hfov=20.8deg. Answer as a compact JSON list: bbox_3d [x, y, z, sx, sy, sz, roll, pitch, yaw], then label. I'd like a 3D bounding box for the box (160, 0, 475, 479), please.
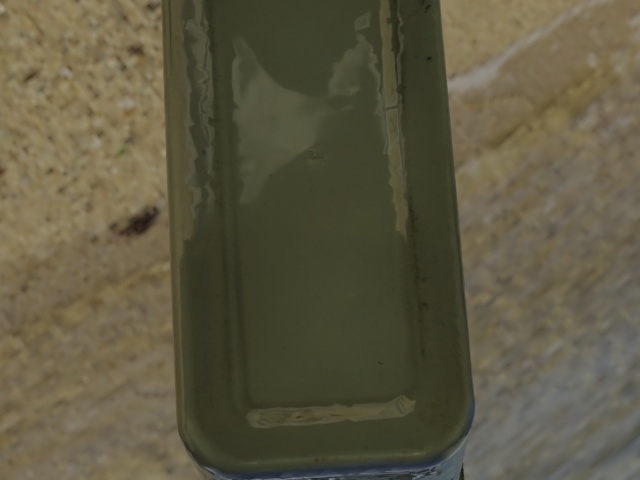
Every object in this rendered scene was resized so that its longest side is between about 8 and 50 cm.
[{"bbox_3d":[0.000,0.000,1.078,0.177,0.352,0.344,-3,165,0],"label":"box"}]
